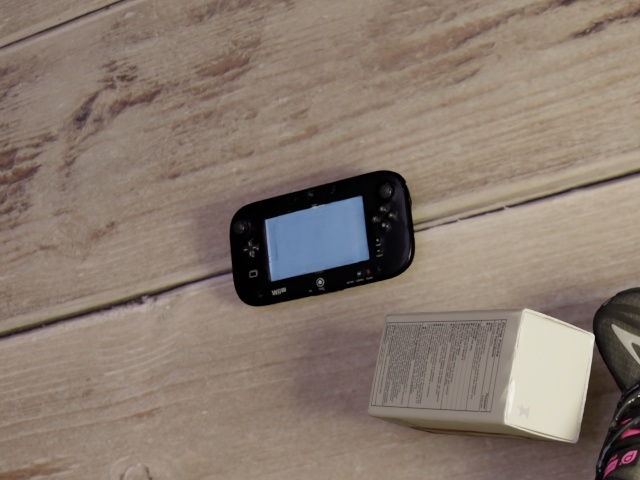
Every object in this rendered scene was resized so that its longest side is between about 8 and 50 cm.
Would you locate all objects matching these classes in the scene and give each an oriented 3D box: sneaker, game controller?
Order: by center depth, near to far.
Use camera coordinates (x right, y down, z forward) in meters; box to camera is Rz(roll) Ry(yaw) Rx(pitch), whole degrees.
[{"bbox_3d":[0.421,0.246,1.763,0.185,0.202,0.483,119,148,-42],"label":"sneaker"},{"bbox_3d":[0.000,0.000,2.252,0.319,0.067,0.166,-14,66,29],"label":"game controller"}]

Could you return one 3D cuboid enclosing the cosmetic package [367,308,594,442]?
[{"bbox_3d":[0.206,0.178,1.950,0.296,0.129,0.153,-5,70,58],"label":"cosmetic package"}]
